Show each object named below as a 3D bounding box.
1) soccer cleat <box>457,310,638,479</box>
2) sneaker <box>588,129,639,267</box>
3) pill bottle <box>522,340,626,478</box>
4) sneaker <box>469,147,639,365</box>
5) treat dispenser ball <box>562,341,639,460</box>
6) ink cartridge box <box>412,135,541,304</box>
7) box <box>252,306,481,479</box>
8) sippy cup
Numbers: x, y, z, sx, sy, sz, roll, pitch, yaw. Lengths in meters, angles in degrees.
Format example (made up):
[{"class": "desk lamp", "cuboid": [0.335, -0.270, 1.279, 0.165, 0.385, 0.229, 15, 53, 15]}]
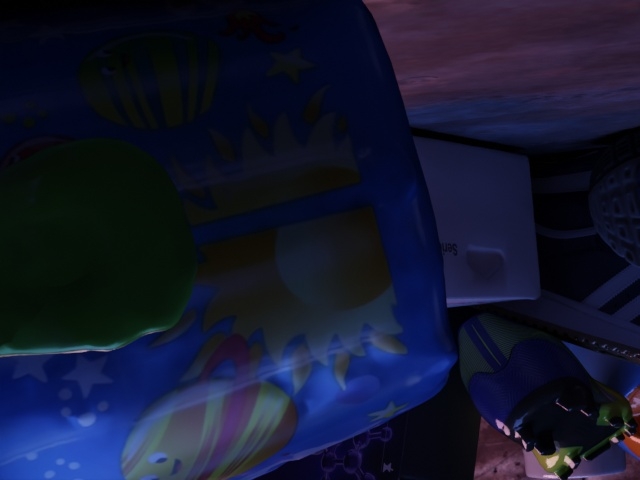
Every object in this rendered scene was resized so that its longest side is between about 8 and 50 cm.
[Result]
[{"class": "soccer cleat", "cuboid": [0.184, 0.122, 1.232, 0.093, 0.121, 0.289, -39, 156, 7]}, {"class": "sneaker", "cuboid": [0.324, -0.039, 1.039, 0.297, 0.111, 0.129, -7, -179, 42]}, {"class": "pill bottle", "cuboid": [0.320, 0.144, 1.956, 0.176, 0.319, 0.176, -3, 176, 0]}, {"class": "sneaker", "cuboid": [0.268, 0.022, 1.170, 0.282, 0.153, 0.099, 17, 175, 19]}, {"class": "treat dispenser ball", "cuboid": [0.366, 0.080, 1.383, 0.288, 0.288, 0.288, -4, 176, 0]}, {"class": "ink cartridge box", "cuboid": [0.000, 0.000, 1.116, 0.272, 0.115, 0.198, -7, 175, 32]}, {"class": "box", "cuboid": [0.044, 0.089, 1.275, 0.184, 0.261, 0.103, -7, 155, 39]}, {"class": "sippy cup", "cuboid": [-0.072, 0.005, 0.577, 0.224, 0.240, 0.305, -15, -145, 1]}]
